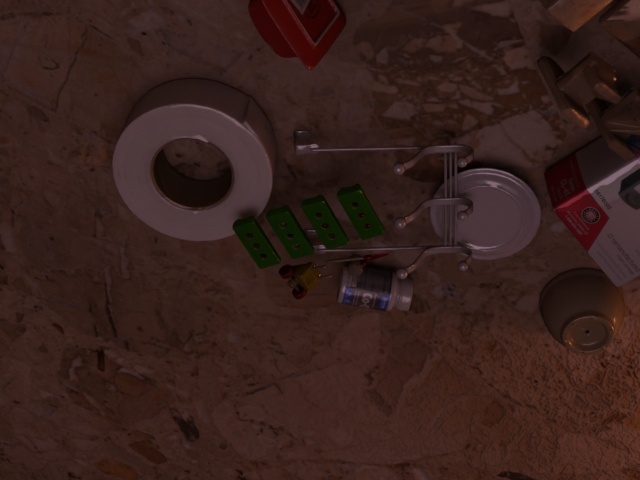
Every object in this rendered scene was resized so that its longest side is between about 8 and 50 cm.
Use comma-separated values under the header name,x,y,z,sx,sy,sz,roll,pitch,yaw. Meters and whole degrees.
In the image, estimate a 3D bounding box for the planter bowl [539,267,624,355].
name,x,y,z,sx,sy,sz,roll,pitch,yaw
planter bowl,0.500,0.149,2.108,0.162,0.109,0.162,2,125,3

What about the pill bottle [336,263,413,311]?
name,x,y,z,sx,sy,sz,roll,pitch,yaw
pill bottle,0.104,0.092,2.117,0.137,0.078,0.078,10,125,-2

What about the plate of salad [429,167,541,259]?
name,x,y,z,sx,sy,sz,roll,pitch,yaw
plate of salad,0.299,-0.051,2.019,0.199,0.048,0.200,5,126,7

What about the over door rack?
name,x,y,z,sx,sy,sz,roll,pitch,yaw
over door rack,0.106,-0.058,1.968,0.324,0.108,0.240,5,125,14

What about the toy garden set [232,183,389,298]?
name,x,y,z,sx,sy,sz,roll,pitch,yaw
toy garden set,0.000,0.000,1.964,0.244,0.049,0.204,-16,130,20

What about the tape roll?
name,x,y,z,sx,sy,sz,roll,pitch,yaw
tape roll,-0.218,-0.141,1.967,0.286,0.100,0.286,2,124,3

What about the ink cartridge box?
name,x,y,z,sx,sy,sz,roll,pitch,yaw
ink cartridge box,0.578,-0.092,1.923,0.306,0.131,0.226,-33,117,25

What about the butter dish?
name,x,y,z,sx,sy,sz,roll,pitch,yaw
butter dish,-0.057,-0.364,1.789,0.118,0.160,0.160,-10,126,40

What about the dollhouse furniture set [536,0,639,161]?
name,x,y,z,sx,sy,sz,roll,pitch,yaw
dollhouse furniture set,0.477,-0.388,1.716,0.394,0.257,0.362,26,126,-38
